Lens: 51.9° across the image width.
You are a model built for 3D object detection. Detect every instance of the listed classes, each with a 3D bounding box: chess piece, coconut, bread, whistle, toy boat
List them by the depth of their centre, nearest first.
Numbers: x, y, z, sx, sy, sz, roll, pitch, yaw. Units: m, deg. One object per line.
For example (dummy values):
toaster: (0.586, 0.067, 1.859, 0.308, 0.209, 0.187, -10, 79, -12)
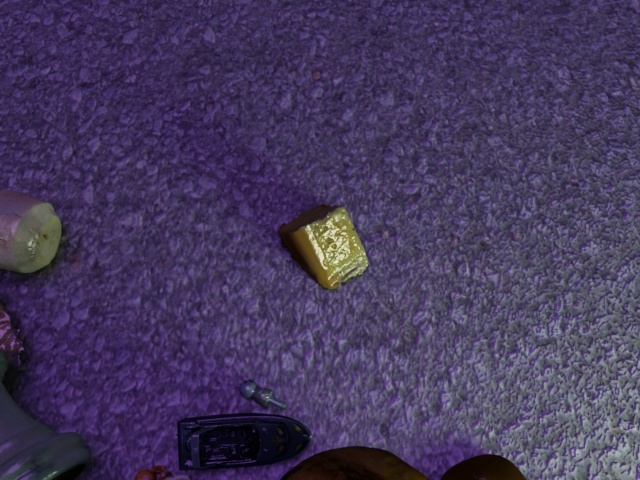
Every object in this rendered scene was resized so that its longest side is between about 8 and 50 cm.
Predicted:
chess piece: (-0.552, 0.309, 1.128, 0.195, 0.194, 0.299, -34, 77, -14)
toy boat: (-0.138, 0.355, 1.167, 0.246, 0.103, 0.092, -2, 89, -5)
whistle: (-0.111, 0.290, 1.232, 0.100, 0.035, 0.035, 23, 67, 10)
coconut: (-0.627, -0.019, 1.319, 0.183, 0.171, 0.170, 13, 65, 2)
bread: (0.000, 0.000, 1.359, 0.140, 0.169, 0.160, -32, 27, -14)

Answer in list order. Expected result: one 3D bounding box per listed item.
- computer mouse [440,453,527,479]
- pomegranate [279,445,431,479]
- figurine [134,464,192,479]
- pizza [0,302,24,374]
computer mouse: (0.315, 0.514, 1.095, 0.158, 0.071, 0.310, -19, 65, -10)
pomegranate: (0.059, 0.472, 0.998, 0.323, 0.322, 0.321, -1, 64, 1)
figurine: (-0.276, 0.423, 1.160, 0.109, 0.064, 0.047, -7, 40, 13)
pizza: (-0.811, 0.131, 1.298, 0.435, 0.080, 0.391, -13, 67, -7)
